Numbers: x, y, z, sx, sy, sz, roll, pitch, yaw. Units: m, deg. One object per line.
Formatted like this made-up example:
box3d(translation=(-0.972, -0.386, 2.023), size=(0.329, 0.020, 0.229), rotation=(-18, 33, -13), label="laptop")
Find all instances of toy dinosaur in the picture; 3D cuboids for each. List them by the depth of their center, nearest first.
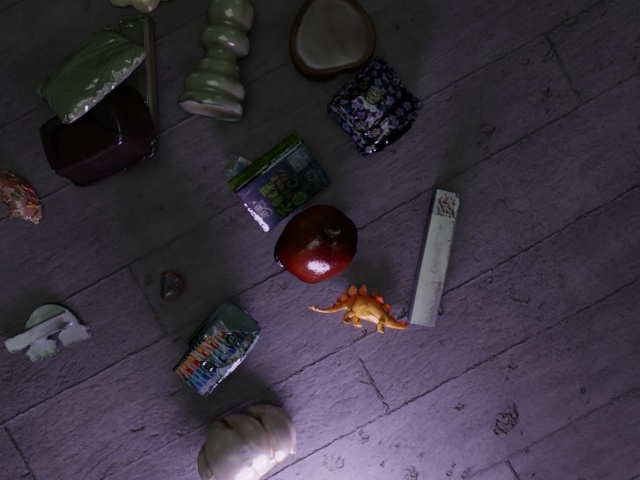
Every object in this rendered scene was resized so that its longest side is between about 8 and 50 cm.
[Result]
box3d(translation=(0.114, 0.182, 1.936), size=(0.288, 0.070, 0.117), rotation=(17, 82, -5), label="toy dinosaur")

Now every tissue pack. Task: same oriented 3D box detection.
box3d(translation=(-0.108, -0.156, 1.885), size=(0.235, 0.073, 0.173), rotation=(-37, 124, 1), label="tissue pack")

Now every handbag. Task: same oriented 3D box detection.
box3d(translation=(0.148, -0.354, 1.881), size=(0.228, 0.127, 0.208), rotation=(-43, 91, -7), label="handbag")

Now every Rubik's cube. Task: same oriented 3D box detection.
box3d(translation=(-0.224, -0.192, 1.912), size=(0.075, 0.084, 0.073), rotation=(21, 89, -20), label="Rubik's cube")

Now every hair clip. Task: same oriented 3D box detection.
box3d(translation=(-0.765, 0.252, 1.946), size=(0.220, 0.054, 0.140), rotation=(-26, 88, -1), label="hair clip")

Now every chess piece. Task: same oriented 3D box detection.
box3d(translation=(-0.262, -0.499, 1.856), size=(0.182, 0.182, 0.331), rotation=(11, 87, -1), label="chess piece")

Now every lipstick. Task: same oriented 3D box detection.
box3d(translation=(0.313, 0.047, 1.922), size=(0.076, 0.080, 0.372), rotation=(11, 92, -1), label="lipstick")

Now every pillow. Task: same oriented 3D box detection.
box3d(translation=(-0.593, -0.433, 1.782), size=(0.274, 0.280, 0.076), rotation=(-45, 133, -7), label="pillow")

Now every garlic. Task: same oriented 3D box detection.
box3d(translation=(-0.214, 0.555, 1.897), size=(0.281, 0.185, 0.203), rotation=(-38, 73, 3), label="garlic")

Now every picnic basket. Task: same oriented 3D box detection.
box3d(translation=(-0.596, -0.280, 1.839), size=(0.296, 0.129, 0.223), rotation=(-21, 85, 16), label="picnic basket")

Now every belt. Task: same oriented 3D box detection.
box3d(translation=(-0.275, 0.286, 1.870), size=(0.150, 0.207, 0.257), rotation=(40, 100, -4), label="belt")

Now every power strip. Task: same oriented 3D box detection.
box3d(translation=(-0.495, -0.419, 1.906), size=(0.092, 0.066, 0.388), rotation=(-1, 92, 12), label="power strip")

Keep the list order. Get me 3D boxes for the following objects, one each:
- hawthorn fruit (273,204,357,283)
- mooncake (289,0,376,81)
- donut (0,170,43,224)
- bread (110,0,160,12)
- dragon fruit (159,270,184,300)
box3d(translation=(0.000, 0.000, 1.835), size=(0.215, 0.250, 0.216), rotation=(7, 67, -18), label="hawthorn fruit")
box3d(translation=(0.025, -0.550, 1.875), size=(0.234, 0.117, 0.235), rotation=(0, 89, 0), label="mooncake")
box3d(translation=(-0.896, -0.091, 1.912), size=(0.232, 0.085, 0.199), rotation=(-34, 91, 0), label="donut")
box3d(translation=(-0.473, -0.726, 1.905), size=(0.250, 0.039, 0.182), rotation=(-26, 92, 1), label="bread")
box3d(translation=(-0.412, 0.122, 1.938), size=(0.060, 0.056, 0.084), rotation=(1, 100, -23), label="dragon fruit")
